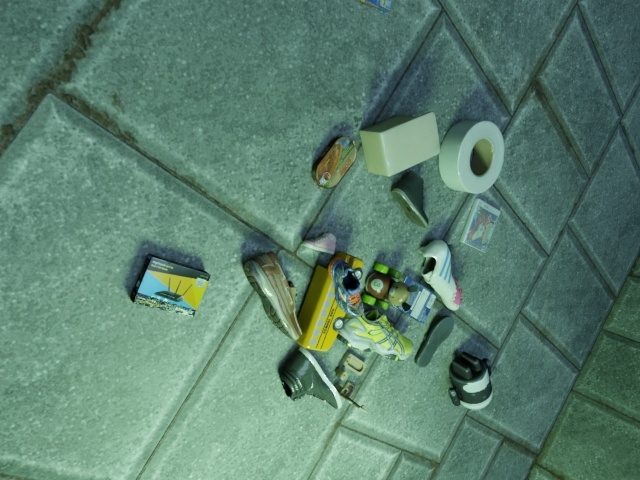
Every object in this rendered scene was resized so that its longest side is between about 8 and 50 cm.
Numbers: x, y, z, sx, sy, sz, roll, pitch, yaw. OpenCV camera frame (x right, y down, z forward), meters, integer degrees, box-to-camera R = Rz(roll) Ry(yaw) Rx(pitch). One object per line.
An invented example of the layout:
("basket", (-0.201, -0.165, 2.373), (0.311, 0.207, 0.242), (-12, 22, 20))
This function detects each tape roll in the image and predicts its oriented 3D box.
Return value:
("tape roll", (0.602, -0.331, 1.852), (0.286, 0.100, 0.286), (-10, 108, -33))

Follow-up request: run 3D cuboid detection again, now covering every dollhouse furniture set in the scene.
("dollhouse furniture set", (0.135, 0.528, 1.742), (0.144, 0.123, 0.151), (41, 78, -36))

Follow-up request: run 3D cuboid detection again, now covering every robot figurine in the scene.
("robot figurine", (0.688, 0.645, 2.146), (0.209, 0.173, 0.278), (-15, 119, 15))

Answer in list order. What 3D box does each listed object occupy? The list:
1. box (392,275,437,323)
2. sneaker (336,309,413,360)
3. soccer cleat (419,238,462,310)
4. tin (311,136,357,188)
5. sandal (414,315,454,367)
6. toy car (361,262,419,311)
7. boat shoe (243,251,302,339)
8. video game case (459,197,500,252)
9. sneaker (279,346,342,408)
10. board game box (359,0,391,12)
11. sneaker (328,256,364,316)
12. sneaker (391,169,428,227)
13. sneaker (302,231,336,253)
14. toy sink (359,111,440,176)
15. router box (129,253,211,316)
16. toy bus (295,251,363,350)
("box", (0.374, 0.237, 1.887), (0.225, 0.036, 0.136), (33, 82, -38))
("sneaker", (0.228, 0.347, 1.748), (0.385, 0.145, 0.147), (22, 90, -39))
("soccer cleat", (0.479, 0.154, 1.905), (0.143, 0.116, 0.331), (-23, 112, -16))
("tin", (0.046, -0.252, 1.517), (0.106, 0.040, 0.189), (43, 77, -31))
("sandal", (0.480, 0.425, 2.014), (0.097, 0.054, 0.254), (34, 92, -30))
("toy car", (0.269, 0.187, 1.702), (0.149, 0.188, 0.155), (23, 89, -38))
("boat shoe", (-0.121, 0.177, 1.467), (0.116, 0.123, 0.324), (-37, 123, -24))
("video game case", (0.702, -0.064, 2.047), (0.183, 0.023, 0.201), (19, 91, -37))
("sneaker", (-0.041, 0.519, 1.634), (0.147, 0.104, 0.295), (-40, 117, -18))
("board game box", (0.176, -0.834, 1.447), (0.136, 0.035, 0.201), (6, 99, -37))
("sneaker", (0.091, 0.161, 1.496), (0.083, 0.087, 0.221), (-34, 117, -20))
("sneaker", (0.365, -0.151, 1.743), (0.118, 0.083, 0.222), (-51, 124, -14))
("sneaker", (0.000, 0.000, 1.546), (0.134, 0.051, 0.070), (15, 92, -41))
("toy sink", (0.270, -0.337, 1.594), (0.234, 0.131, 0.152), (-27, 117, -22))
("router box", (-0.411, 0.126, 1.288), (0.179, 0.046, 0.133), (22, 89, -37))
("toy bus", (0.025, 0.199, 1.583), (0.130, 0.108, 0.332), (19, 91, -35))
